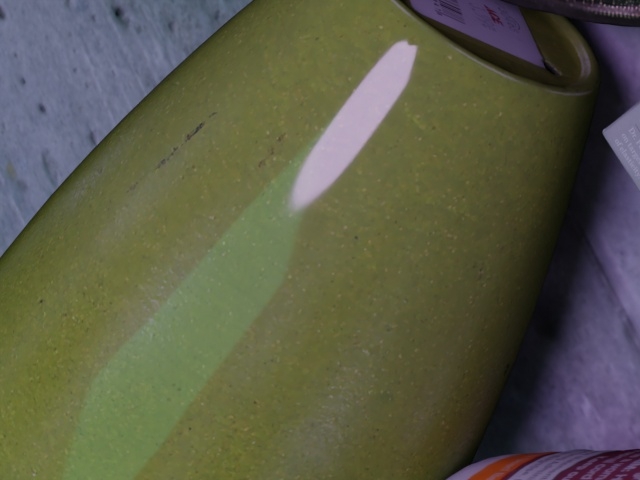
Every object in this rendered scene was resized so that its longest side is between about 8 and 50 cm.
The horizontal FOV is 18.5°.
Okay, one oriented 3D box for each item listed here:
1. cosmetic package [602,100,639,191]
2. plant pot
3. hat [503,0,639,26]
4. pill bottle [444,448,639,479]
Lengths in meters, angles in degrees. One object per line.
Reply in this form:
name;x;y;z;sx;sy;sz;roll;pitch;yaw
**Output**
cosmetic package;0.246;-0.064;0.801;0.238;0.107;0.127;-37;78;40
plant pot;0.000;0.000;0.959;0.275;0.275;0.293;46;120;23
hat;0.117;-0.194;0.745;0.331;0.134;0.331;6;129;8
pill bottle;0.224;0.196;0.816;0.392;0.224;0.224;-8;98;45
